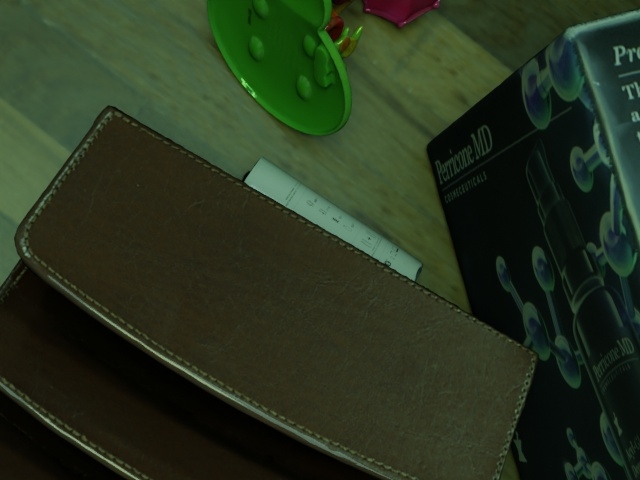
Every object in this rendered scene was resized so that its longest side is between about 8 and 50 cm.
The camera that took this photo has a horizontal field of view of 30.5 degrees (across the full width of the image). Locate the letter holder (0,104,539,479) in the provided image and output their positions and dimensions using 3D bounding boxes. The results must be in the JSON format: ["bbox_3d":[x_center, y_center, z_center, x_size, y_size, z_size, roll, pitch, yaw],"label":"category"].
[{"bbox_3d":[-0.059,0.104,0.694,0.302,0.152,0.214,30,52,-4],"label":"letter holder"}]

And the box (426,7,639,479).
[{"bbox_3d":[0.245,0.073,0.711,0.212,0.293,0.395,-14,85,-10],"label":"box"}]

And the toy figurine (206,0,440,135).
[{"bbox_3d":[0.024,-0.180,0.791,0.130,0.173,0.159,40,65,16],"label":"toy figurine"}]

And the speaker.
[{"bbox_3d":[0.000,0.000,0.805,0.136,0.055,0.055,33,79,-4],"label":"speaker"}]
